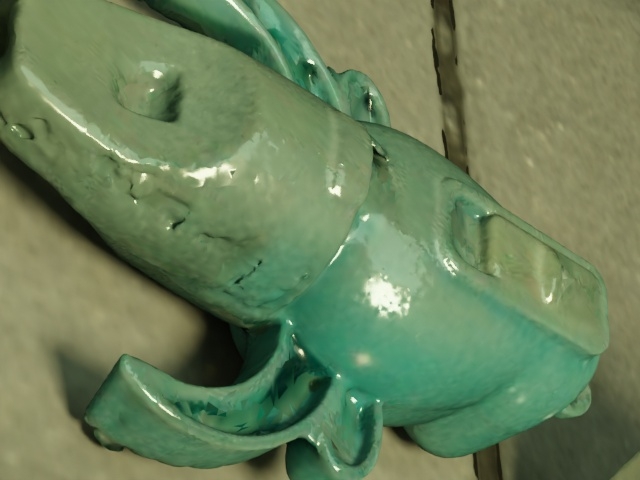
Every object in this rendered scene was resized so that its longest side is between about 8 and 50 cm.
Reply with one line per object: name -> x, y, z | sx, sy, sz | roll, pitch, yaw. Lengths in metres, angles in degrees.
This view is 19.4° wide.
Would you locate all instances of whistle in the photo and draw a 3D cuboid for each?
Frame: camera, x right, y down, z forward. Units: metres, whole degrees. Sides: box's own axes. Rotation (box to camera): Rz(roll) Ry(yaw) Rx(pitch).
whistle -> 0.000, 0.000, 0.627 | 0.274, 0.093, 0.186 | 31, 45, -33

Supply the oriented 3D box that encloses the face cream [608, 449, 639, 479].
face cream -> 0.202, 0.180, 0.650 | 0.179, 0.218, 0.218 | 37, 42, -34
